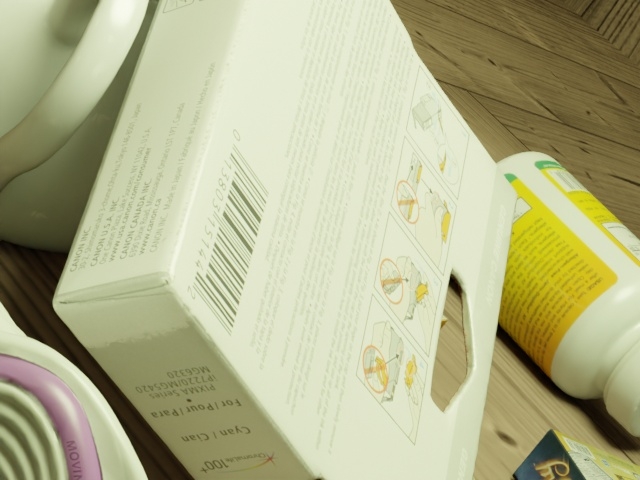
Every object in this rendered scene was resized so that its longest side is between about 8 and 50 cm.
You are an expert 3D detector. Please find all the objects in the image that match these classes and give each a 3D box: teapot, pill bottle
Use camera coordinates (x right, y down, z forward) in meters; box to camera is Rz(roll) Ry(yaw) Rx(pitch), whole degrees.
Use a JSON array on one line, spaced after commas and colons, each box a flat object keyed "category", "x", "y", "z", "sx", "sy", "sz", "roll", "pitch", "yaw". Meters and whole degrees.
[{"category": "teapot", "x": -0.155, "y": -0.127, "z": 1.005, "sx": 0.256, "sy": 0.187, "sz": 0.252, "roll": 44, "pitch": 19, "yaw": 20}, {"category": "pill bottle", "x": 0.190, "y": 0.041, "z": 1.355, "sx": 0.117, "sy": 0.117, "sz": 0.208, "roll": 13, "pitch": 29, "yaw": -53}]

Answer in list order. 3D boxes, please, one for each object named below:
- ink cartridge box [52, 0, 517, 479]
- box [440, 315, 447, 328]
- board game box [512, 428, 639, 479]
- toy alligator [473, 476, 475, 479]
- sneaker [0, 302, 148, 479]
[{"category": "ink cartridge box", "x": 0.000, "y": 0.000, "z": 0.911, "sx": 0.261, "sy": 0.066, "sz": 0.296, "roll": 55, "pitch": 34, "yaw": -36}, {"category": "box", "x": 0.028, "y": 0.037, "z": 1.204, "sx": 0.081, "sy": 0.028, "sz": 0.136, "roll": 43, "pitch": 20, "yaw": 18}, {"category": "board game box", "x": 0.245, "y": 0.214, "z": 1.139, "sx": 0.243, "sy": 0.042, "sz": 0.165, "roll": 25, "pitch": 21, "yaw": -34}, {"category": "toy alligator", "x": 0.111, "y": 0.168, "z": 0.974, "sx": 0.190, "sy": 0.051, "sz": 0.056, "roll": 42, "pitch": 57, "yaw": -6}, {"category": "sneaker", "x": -0.139, "y": 0.060, "z": 0.674, "sx": 0.305, "sy": 0.114, "sz": 0.152, "roll": 54, "pitch": -3, "yaw": 15}]
